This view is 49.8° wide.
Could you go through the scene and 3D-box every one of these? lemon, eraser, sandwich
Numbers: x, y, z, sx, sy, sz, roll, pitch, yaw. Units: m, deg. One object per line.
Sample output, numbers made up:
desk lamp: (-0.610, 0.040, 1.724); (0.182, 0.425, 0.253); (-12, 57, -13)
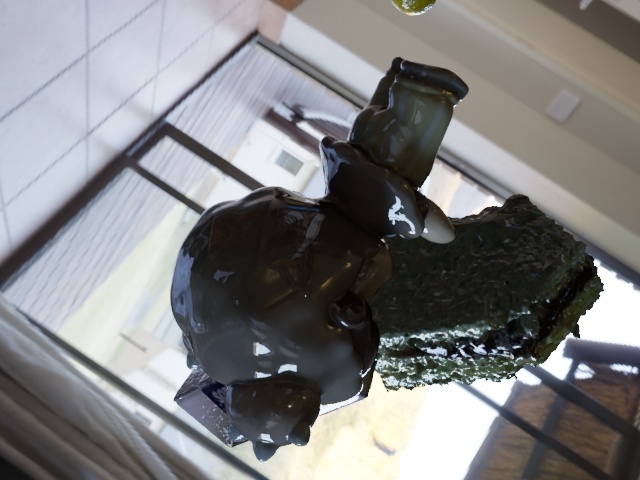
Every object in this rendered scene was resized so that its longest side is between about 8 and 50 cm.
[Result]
lemon: (0.112, -0.313, 0.848); (0.062, 0.062, 0.083); (-57, 141, -2)
eraser: (-0.069, 0.198, 0.966); (0.287, 0.130, 0.086); (-32, -162, 36)
sandwich: (0.223, 0.064, 0.973); (0.325, 0.131, 0.262); (-11, -143, 24)

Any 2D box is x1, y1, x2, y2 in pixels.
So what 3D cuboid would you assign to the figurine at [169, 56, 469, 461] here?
figurine: (0.001, -0.001, 0.652); (0.380, 0.203, 0.248); (-55, -142, 2)
